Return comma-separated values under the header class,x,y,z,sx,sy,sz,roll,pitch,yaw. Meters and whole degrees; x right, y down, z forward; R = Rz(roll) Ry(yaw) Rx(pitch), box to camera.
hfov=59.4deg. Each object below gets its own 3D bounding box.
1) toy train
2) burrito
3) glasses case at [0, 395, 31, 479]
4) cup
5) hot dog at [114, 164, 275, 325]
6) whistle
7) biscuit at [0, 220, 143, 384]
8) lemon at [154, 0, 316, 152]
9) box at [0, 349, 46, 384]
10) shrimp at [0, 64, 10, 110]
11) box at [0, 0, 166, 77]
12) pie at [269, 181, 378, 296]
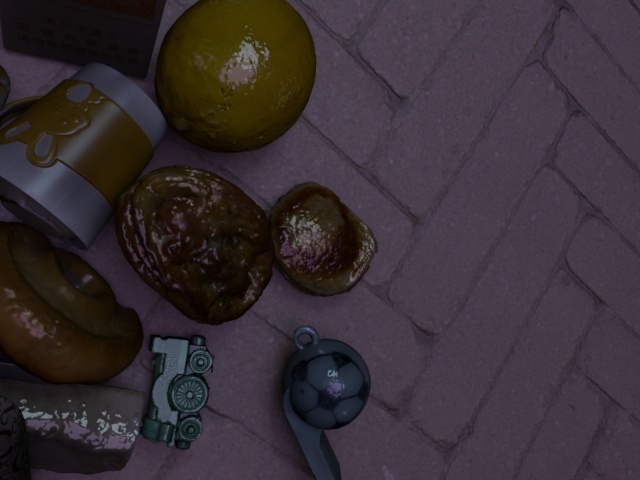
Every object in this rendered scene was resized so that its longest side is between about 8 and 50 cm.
class,x,y,z,sx,sy,sz,roll,pitch,yaw
toy train,-0.226,0.236,0.882,0.104,0.071,0.178,9,83,-16
burrito,-0.406,0.255,0.771,0.299,0.105,0.143,14,112,-23
glasses case,-0.429,0.300,0.681,0.137,0.085,0.355,7,128,-16
cup,-0.362,-0.133,0.789,0.241,0.185,0.226,30,69,11
hot dog,-0.173,0.009,0.828,0.196,0.122,0.272,-57,140,-19
whistle,0.021,0.273,0.949,0.163,0.163,0.290,-27,100,-23
biscuit,-0.358,0.089,0.764,0.091,0.213,0.274,-40,113,5
lemon,-0.124,-0.255,0.854,0.236,0.236,0.263,42,84,-18
box,-0.452,0.137,0.759,0.177,0.115,0.036,16,110,-22
shrimp,-0.502,-0.164,0.716,0.145,0.059,0.254,12,52,-1
box,-0.294,-0.342,0.706,0.204,0.365,0.051,7,69,-24
pie,0.000,0.000,0.982,0.205,0.084,0.179,44,72,-14
